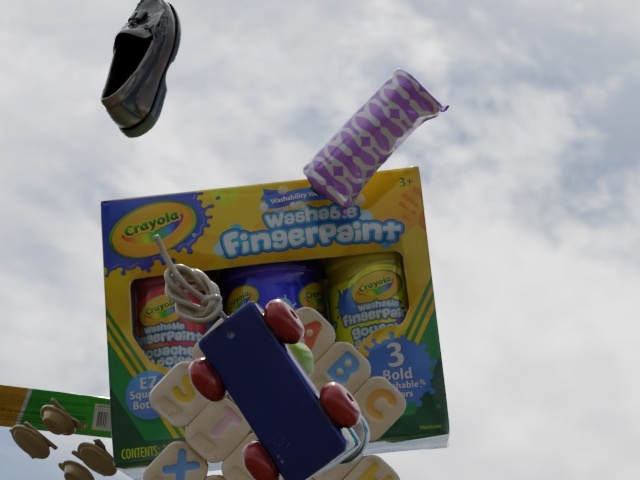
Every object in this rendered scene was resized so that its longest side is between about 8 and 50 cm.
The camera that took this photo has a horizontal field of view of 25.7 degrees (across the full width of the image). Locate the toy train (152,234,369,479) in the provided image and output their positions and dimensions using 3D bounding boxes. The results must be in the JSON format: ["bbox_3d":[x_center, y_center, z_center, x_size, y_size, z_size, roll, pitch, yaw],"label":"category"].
[{"bbox_3d":[-0.050,0.099,1.241,0.105,0.248,0.143,-38,-18,9],"label":"toy train"}]

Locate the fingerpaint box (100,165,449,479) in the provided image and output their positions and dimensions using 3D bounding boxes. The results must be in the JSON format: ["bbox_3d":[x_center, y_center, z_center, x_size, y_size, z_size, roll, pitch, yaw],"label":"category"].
[{"bbox_3d":[-0.063,0.115,1.917,0.445,0.371,0.163,-5,-17,2],"label":"fingerpaint box"}]

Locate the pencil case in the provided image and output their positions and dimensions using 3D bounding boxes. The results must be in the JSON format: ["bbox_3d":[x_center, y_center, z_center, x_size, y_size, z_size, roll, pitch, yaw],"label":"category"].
[{"bbox_3d":[0.067,-0.129,1.831,0.088,0.206,0.086,42,5,-8],"label":"pencil case"}]

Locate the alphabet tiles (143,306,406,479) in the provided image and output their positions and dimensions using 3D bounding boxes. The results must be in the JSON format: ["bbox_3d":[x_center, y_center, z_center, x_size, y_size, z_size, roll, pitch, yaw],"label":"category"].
[{"bbox_3d":[-0.051,0.227,1.583,0.284,0.278,0.021,45,-1,-3],"label":"alphabet tiles"}]

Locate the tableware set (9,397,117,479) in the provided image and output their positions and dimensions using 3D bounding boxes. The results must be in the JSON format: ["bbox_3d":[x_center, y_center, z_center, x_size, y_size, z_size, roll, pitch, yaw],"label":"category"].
[{"bbox_3d":[-0.350,0.286,1.928,0.141,0.020,0.169,44,-42,-8],"label":"tableware set"}]

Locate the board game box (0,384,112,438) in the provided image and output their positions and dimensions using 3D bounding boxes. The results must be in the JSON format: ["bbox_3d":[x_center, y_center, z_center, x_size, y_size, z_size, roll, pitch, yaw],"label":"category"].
[{"bbox_3d":[-0.486,0.276,2.306,0.242,0.064,0.316,11,-9,-29],"label":"board game box"}]

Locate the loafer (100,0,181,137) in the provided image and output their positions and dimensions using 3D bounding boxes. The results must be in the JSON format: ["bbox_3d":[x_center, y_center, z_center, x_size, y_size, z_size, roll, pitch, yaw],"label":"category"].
[{"bbox_3d":[-0.269,-0.276,2.074,0.096,0.267,0.084,-21,-43,28],"label":"loafer"}]
